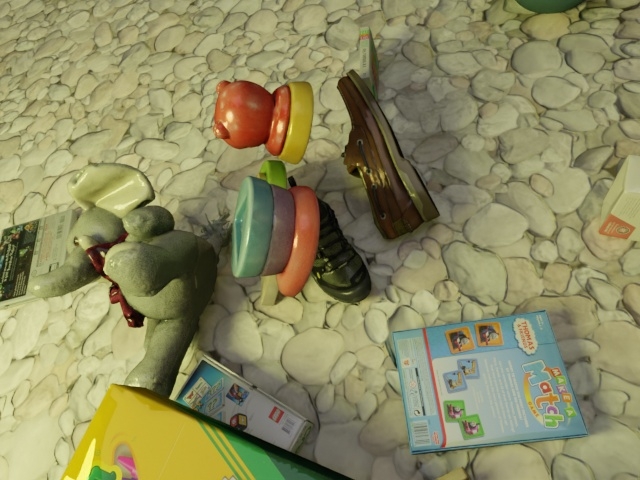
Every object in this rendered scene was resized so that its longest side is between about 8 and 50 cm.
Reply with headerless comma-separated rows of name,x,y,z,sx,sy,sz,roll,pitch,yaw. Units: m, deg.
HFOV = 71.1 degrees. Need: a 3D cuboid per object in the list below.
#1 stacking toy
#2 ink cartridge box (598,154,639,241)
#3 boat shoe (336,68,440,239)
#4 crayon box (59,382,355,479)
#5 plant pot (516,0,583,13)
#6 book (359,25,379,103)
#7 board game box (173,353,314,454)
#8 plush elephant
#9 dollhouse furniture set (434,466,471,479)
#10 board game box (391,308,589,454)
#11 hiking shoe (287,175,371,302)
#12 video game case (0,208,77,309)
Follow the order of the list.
stacking toy,-0.106,-0.059,0.669,0.130,0.279,0.309,6,61,-18
ink cartridge box,0.502,-0.041,0.598,0.198,0.115,0.067,14,66,21
boat shoe,0.082,-0.149,0.754,0.104,0.110,0.307,-30,68,17
crayon box,-0.162,0.388,0.479,0.313,0.106,0.363,21,71,6
plant pot,0.459,-0.562,0.852,0.290,0.195,0.290,-7,60,12
book,0.093,-0.335,0.885,0.035,0.096,0.144,-4,61,13
board game box,-0.168,0.337,0.608,0.193,0.053,0.305,24,70,24
plush elephant,-0.307,0.036,0.701,0.255,0.272,0.330,10,35,6
dollhouse furniture set,0.151,0.400,0.373,0.152,0.201,0.374,-29,50,2
board game box,0.213,0.187,0.595,0.211,0.039,0.160,-11,60,10
hiking shoe,0.000,0.000,0.714,0.086,0.114,0.227,-33,58,-4
video game case,-0.585,0.038,0.910,0.173,0.022,0.190,-14,60,7
